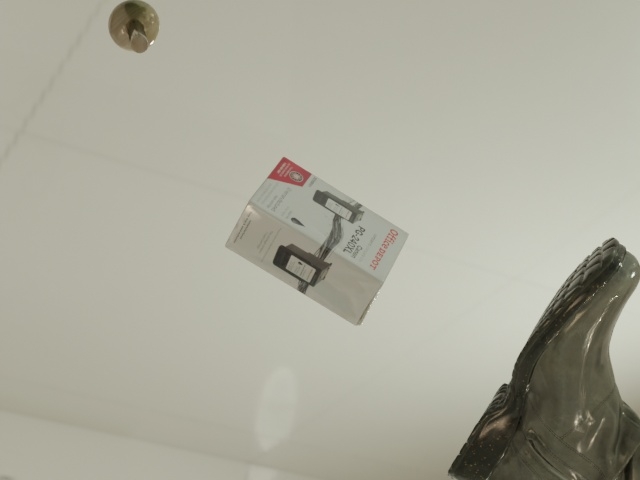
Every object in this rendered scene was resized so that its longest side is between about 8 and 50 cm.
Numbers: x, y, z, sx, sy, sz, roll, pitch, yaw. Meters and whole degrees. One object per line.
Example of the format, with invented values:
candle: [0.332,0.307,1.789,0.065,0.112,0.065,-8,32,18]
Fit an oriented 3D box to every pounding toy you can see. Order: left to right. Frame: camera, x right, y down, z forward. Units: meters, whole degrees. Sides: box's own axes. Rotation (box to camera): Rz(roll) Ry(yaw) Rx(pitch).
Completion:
pounding toy: [-0.146,-0.301,1.382,0.183,0.110,0.237,-151,-121,-71]

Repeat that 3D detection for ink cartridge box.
ink cartridge box: [0.000,0.000,1.373,0.063,0.150,0.109,-60,179,32]

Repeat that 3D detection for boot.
boot: [0.208,0.124,1.008,0.083,0.161,0.247,-46,164,-54]
